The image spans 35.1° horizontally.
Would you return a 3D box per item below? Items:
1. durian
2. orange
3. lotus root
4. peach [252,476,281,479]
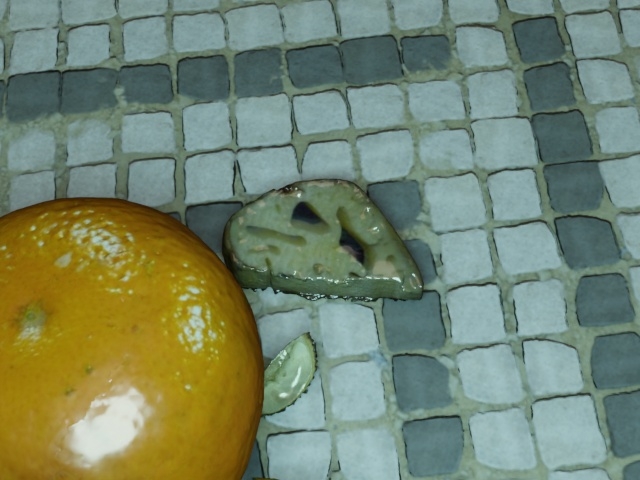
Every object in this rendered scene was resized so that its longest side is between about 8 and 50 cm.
[{"bbox_3d":[-0.043,0.172,1.250,0.052,0.066,0.130,33,79,17],"label":"durian"},{"bbox_3d":[-0.261,0.159,1.120,0.423,0.326,0.424,-7,55,10],"label":"orange"},{"bbox_3d":[0.000,0.000,1.328,0.260,0.074,0.170,-1,61,1],"label":"lotus root"},{"bbox_3d":[-0.017,0.406,1.079,0.153,0.159,0.267,0,54,8],"label":"peach"}]
